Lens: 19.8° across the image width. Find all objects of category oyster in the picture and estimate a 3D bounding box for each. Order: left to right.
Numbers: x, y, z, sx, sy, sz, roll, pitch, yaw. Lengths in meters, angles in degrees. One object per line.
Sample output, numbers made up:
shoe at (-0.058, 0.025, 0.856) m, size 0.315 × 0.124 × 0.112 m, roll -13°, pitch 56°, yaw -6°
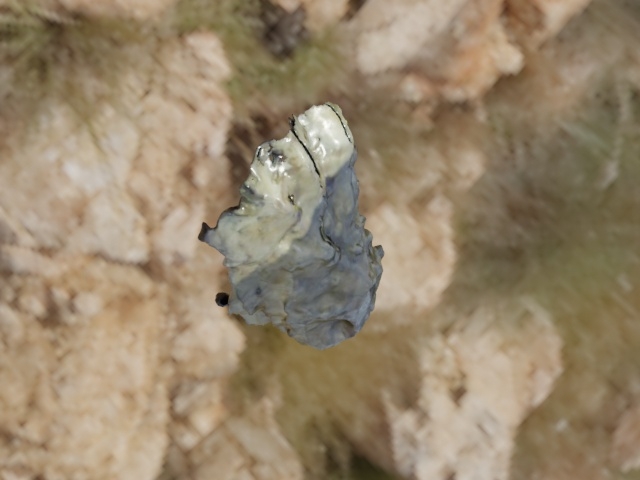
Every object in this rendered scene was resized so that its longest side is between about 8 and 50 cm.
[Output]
oyster at (-0.005, 0.003, 1.032) m, size 0.133 × 0.072 × 0.209 m, roll -51°, pitch 162°, yaw -30°
